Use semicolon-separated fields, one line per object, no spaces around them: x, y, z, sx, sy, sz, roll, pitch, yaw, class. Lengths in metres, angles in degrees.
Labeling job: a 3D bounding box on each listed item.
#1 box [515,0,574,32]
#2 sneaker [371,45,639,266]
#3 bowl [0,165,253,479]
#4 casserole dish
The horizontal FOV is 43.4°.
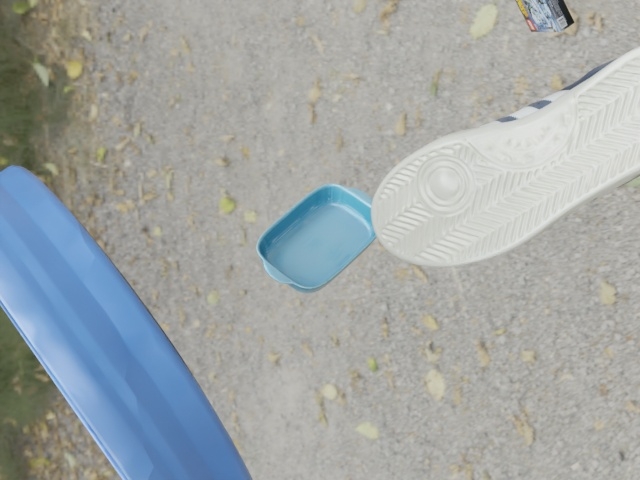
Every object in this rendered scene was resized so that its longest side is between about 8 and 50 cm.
0.293;-0.355;1.118;0.137;0.027;0.094;57;179;-19;box
0.219;-0.075;0.796;0.350;0.148;0.131;-23;88;28;sneaker
-0.185;0.109;0.684;0.391;0.077;0.391;44;157;25;bowl
0.000;0.000;1.062;0.114;0.188;0.037;36;149;20;casserole dish
